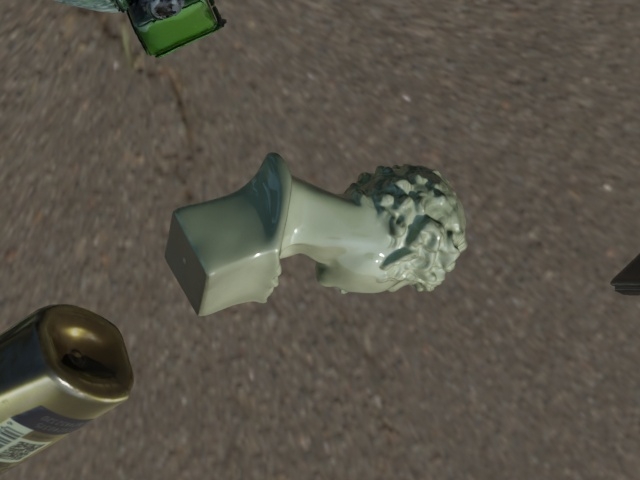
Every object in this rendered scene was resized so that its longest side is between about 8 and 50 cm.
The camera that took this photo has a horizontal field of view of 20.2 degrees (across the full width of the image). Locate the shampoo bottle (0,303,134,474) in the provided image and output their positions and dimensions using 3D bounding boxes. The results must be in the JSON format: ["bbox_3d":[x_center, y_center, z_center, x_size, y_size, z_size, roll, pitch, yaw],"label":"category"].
[{"bbox_3d":[-0.308,0.166,1.426,0.350,0.125,0.084,-33,62,26],"label":"shampoo bottle"}]

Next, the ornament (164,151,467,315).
[{"bbox_3d":[0.000,-0.011,1.576,0.285,0.130,0.120,0,58,-30],"label":"ornament"}]

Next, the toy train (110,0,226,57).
[{"bbox_3d":[-0.113,-0.194,1.059,0.060,0.202,0.081,-24,145,2],"label":"toy train"}]

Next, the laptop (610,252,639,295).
[{"bbox_3d":[0.222,-0.035,0.837,0.180,0.129,0.016,-41,96,-10],"label":"laptop"}]

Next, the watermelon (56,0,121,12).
[{"bbox_3d":[-0.088,-0.357,1.323,0.258,0.228,0.387,45,112,14],"label":"watermelon"}]
